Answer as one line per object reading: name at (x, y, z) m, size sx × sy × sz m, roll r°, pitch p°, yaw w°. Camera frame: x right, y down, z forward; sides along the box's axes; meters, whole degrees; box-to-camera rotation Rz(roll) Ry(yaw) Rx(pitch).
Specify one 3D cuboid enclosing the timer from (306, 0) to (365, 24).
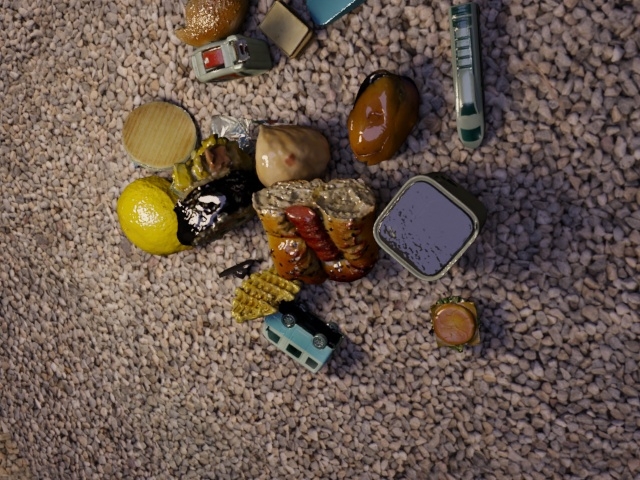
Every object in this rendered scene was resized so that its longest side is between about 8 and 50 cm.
timer at (0.049, -0.822, 1.740) m, size 0.250 × 0.091 × 0.232 m, roll -23°, pitch 92°, yaw 34°

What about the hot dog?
hot dog at (0.000, 0.000, 1.765) m, size 0.367 × 0.196 × 0.365 m, roll -1°, pitch 140°, yaw 10°

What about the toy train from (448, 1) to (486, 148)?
toy train at (0.431, -0.472, 1.641) m, size 0.086 × 0.088 × 0.407 m, roll -3°, pitch 100°, yaw 21°

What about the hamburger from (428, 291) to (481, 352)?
hamburger at (0.429, 0.258, 1.777) m, size 0.164 × 0.093 × 0.190 m, roll 5°, pitch 100°, yaw 22°

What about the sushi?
sushi at (-0.354, -0.164, 1.851) m, size 0.328 × 0.328 × 0.285 m, roll -32°, pitch 88°, yaw 16°

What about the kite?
kite at (-0.255, -0.371, 1.956) m, size 0.309 × 0.015 × 0.169 m, roll -5°, pitch 98°, yaw 22°

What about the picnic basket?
picnic basket at (-0.105, -0.675, 1.807) m, size 0.164 × 0.079 × 0.115 m, roll 47°, pitch 113°, yaw 7°

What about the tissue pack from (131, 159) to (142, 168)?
tissue pack at (-0.630, -0.319, 2.069) m, size 0.111 × 0.085 × 0.079 m, roll -20°, pitch 91°, yaw 24°

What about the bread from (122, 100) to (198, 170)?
bread at (-0.568, -0.368, 1.998) m, size 0.266 × 0.040 × 0.267 m, roll 1°, pitch 79°, yaw -7°

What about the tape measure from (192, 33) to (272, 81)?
tape measure at (-0.287, -0.585, 1.801) m, size 0.246 × 0.243 × 0.125 m, roll -5°, pitch 101°, yaw 22°

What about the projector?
projector at (0.332, -0.051, 1.672) m, size 0.248 × 0.249 × 0.248 m, roll 41°, pitch 111°, yaw 10°

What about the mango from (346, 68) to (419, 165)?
mango at (0.189, -0.370, 1.715) m, size 0.201 × 0.152 × 0.287 m, roll 32°, pitch 109°, yaw 16°

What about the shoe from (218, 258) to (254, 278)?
shoe at (-0.296, 0.115, 2.042) m, size 0.159 × 0.062 × 0.053 m, roll -20°, pitch 106°, yaw 22°

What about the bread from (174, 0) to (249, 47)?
bread at (-0.344, -0.755, 1.834) m, size 0.192 × 0.171 × 0.314 m, roll 40°, pitch 112°, yaw 13°

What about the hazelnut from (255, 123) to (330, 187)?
hazelnut at (-0.110, -0.272, 1.793) m, size 0.261 × 0.261 × 0.241 m, roll -24°, pitch 99°, yaw 23°

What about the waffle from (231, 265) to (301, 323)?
waffle at (-0.183, 0.175, 1.920) m, size 0.261 × 0.250 × 0.056 m, roll -18°, pitch 122°, yaw 19°

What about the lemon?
lemon at (-0.572, -0.085, 1.998) m, size 0.321 × 0.268 × 0.268 m, roll 34°, pitch 110°, yaw 6°

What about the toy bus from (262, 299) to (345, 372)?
toy bus at (-0.073, 0.326, 1.958) m, size 0.271 × 0.133 × 0.165 m, roll 34°, pitch 115°, yaw 9°
